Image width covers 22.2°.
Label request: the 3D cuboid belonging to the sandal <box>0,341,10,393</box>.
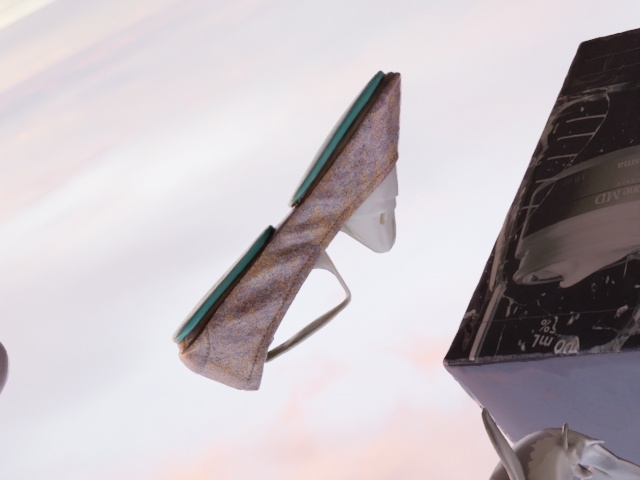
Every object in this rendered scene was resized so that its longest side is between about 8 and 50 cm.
[{"bbox_3d":[-0.388,0.148,1.650,0.265,0.076,0.102,3,-132,43],"label":"sandal"}]

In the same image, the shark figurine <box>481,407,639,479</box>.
[{"bbox_3d":[0.129,0.173,1.043,0.116,0.166,0.278,-32,-178,25],"label":"shark figurine"}]

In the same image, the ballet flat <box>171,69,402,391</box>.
[{"bbox_3d":[0.000,0.000,1.428,0.316,0.106,0.107,-52,-175,6],"label":"ballet flat"}]

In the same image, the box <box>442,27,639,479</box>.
[{"bbox_3d":[0.453,0.009,1.654,0.480,0.297,0.471,-9,-135,44],"label":"box"}]
